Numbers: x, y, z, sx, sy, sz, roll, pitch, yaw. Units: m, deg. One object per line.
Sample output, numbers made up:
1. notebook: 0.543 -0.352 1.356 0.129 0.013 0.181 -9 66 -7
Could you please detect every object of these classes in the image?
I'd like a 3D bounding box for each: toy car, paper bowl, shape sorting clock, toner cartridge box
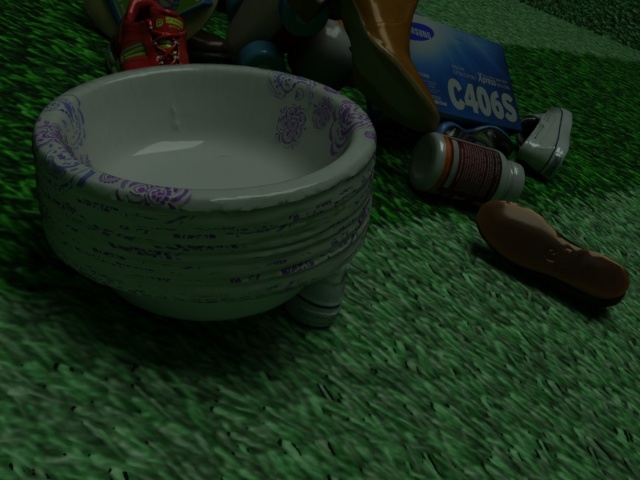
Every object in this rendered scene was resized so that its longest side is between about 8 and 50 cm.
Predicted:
1. toy car: -0.007 -0.325 1.487 0.238 0.210 0.219 24 32 -31
2. paper bowl: -0.096 -0.039 0.816 0.284 0.148 0.284 2 31 -1
3. shape sorting clock: -0.245 -0.377 1.365 0.206 0.206 0.040 26 2 4
4. toner cartridge box: 0.195 -0.258 1.517 0.348 0.075 0.165 1 73 -50

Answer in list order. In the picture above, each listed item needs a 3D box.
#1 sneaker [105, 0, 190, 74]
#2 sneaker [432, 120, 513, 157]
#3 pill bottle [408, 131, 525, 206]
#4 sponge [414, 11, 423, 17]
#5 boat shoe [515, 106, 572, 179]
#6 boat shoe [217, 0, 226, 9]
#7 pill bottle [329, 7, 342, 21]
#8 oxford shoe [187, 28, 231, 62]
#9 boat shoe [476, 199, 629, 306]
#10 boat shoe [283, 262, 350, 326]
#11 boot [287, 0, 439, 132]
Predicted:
1. sneaker: -0.207 -0.232 1.190 0.107 0.118 0.279 6 30 -33
2. sneaker: 0.242 -0.142 1.497 0.188 0.067 0.078 -1 56 -46
3. pill bottle: 0.208 -0.095 1.327 0.152 0.086 0.086 13 27 -23
4. sponge: 0.153 -0.353 1.756 0.031 0.117 0.210 23 25 0
5. boat shoe: 0.391 -0.193 1.676 0.084 0.095 0.258 29 23 0
6. boat shoe: -0.172 -0.461 1.742 0.228 0.080 0.076 30 42 7
7. pill bottle: 0.011 -0.564 1.920 0.407 0.229 0.229 -2 35 -45
8. oxford shoe: -0.230 -0.338 1.413 0.227 0.096 0.083 27 23 3
9. boat shoe: 0.287 0.023 1.195 0.207 0.073 0.073 34 -11 13
10. boat shoe: 0.000 0.000 0.963 0.083 0.076 0.226 16 26 -18
11. boot: 0.108 -0.316 1.325 0.295 0.104 0.211 46 61 -8
